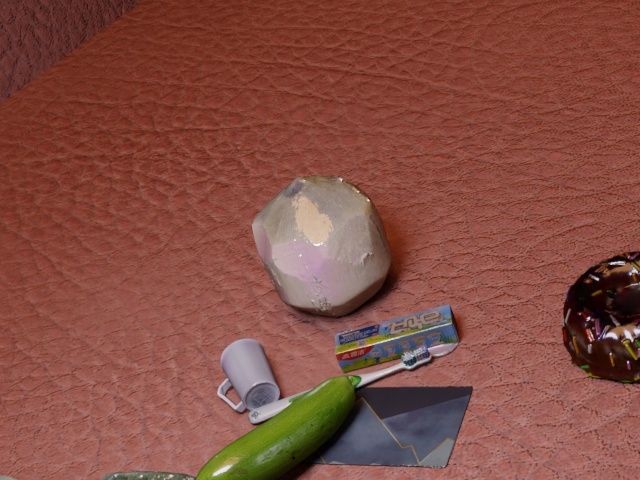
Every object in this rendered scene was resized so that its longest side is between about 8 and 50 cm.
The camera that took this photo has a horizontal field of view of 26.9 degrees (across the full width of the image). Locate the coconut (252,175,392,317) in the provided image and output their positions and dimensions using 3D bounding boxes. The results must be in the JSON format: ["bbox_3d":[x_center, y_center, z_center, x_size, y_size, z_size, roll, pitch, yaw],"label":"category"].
[{"bbox_3d":[0.002,-0.001,2.231,0.227,0.230,0.227,-15,35,10],"label":"coconut"}]

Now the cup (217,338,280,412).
[{"bbox_3d":[-0.121,0.227,2.142,0.104,0.074,0.116,-45,37,10],"label":"cup"}]

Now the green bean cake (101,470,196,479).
[{"bbox_3d":[-0.260,0.415,1.925,0.173,0.094,0.181,-3,39,26],"label":"green bean cake"}]

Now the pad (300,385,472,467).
[{"bbox_3d":[0.096,0.275,1.993,0.243,0.004,0.164,-3,38,27],"label":"pad"}]

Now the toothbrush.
[{"bbox_3d":[0.029,0.227,2.077,0.303,0.030,0.030,-22,33,7],"label":"toothbrush"}]

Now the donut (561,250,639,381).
[{"bbox_3d":[0.457,0.101,1.948,0.235,0.089,0.235,-16,35,12],"label":"donut"}]

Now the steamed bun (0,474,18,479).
[{"bbox_3d":[-0.494,0.504,1.814,0.311,0.233,0.334,-16,37,16],"label":"steamed bun"}]

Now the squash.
[{"bbox_3d":[-0.056,0.295,1.961,0.292,0.082,0.082,-31,33,-29],"label":"squash"}]

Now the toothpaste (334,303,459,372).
[{"bbox_3d":[0.119,0.161,2.102,0.193,0.044,0.070,-16,33,11],"label":"toothpaste"}]
